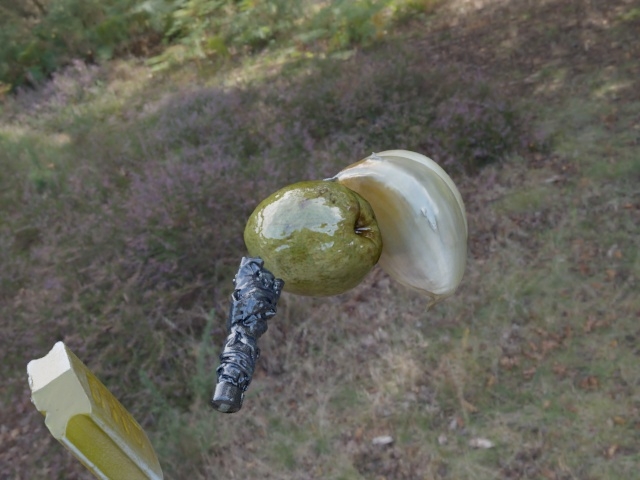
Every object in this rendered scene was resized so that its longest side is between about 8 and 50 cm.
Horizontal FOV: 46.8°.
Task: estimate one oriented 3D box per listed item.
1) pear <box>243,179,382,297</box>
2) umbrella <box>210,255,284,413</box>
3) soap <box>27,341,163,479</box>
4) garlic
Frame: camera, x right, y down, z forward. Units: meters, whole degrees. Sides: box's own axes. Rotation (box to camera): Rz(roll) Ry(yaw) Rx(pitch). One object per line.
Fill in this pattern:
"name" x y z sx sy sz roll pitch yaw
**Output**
"pear" 0.000 0.000 1.214 0.211 0.188 0.229 -6 -16 41
"umbrella" -0.097 0.120 0.971 0.071 0.080 0.224 -22 39 34
"soap" -0.329 0.271 1.084 0.073 0.232 0.140 -36 34 -10
"garlic" 0.159 -0.046 1.373 0.249 0.313 0.286 -53 -17 -4
